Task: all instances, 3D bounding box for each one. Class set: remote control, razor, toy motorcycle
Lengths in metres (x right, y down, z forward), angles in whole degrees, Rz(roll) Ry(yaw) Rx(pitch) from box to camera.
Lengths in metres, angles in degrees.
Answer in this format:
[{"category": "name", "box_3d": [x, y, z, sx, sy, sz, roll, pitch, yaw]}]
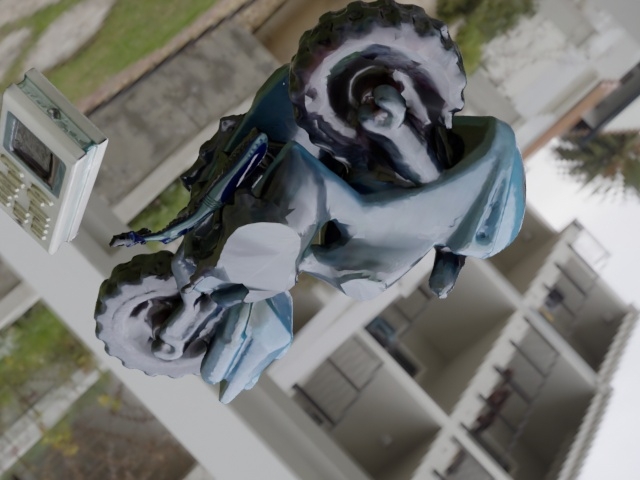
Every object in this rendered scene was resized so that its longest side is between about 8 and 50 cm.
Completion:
[{"category": "remote control", "box_3d": [-0.295, -0.074, 1.279, 0.055, 0.103, 0.277, -46, 179, -26]}, {"category": "razor", "box_3d": [-0.089, -0.029, 0.886, 0.155, 0.028, 0.044, -34, 167, 30]}, {"category": "toy motorcycle", "box_3d": [0.000, 0.000, 0.955, 0.416, 0.232, 0.172, -47, -152, 30]}]
